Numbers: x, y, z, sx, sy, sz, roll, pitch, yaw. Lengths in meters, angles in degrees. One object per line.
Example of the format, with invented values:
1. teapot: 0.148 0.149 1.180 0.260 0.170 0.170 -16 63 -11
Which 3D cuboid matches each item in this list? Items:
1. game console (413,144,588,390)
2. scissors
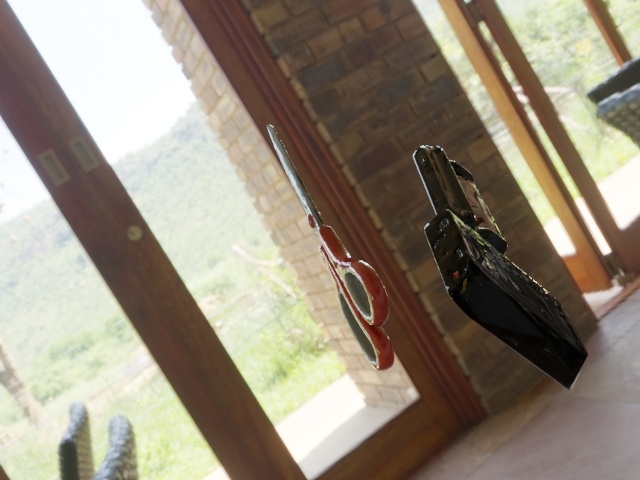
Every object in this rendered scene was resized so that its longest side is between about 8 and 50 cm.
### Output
1. game console: 0.195 0.003 0.860 0.044 0.213 0.361 -42 30 22
2. scissors: 0.000 0.000 0.715 0.021 0.109 0.297 -21 46 -14
